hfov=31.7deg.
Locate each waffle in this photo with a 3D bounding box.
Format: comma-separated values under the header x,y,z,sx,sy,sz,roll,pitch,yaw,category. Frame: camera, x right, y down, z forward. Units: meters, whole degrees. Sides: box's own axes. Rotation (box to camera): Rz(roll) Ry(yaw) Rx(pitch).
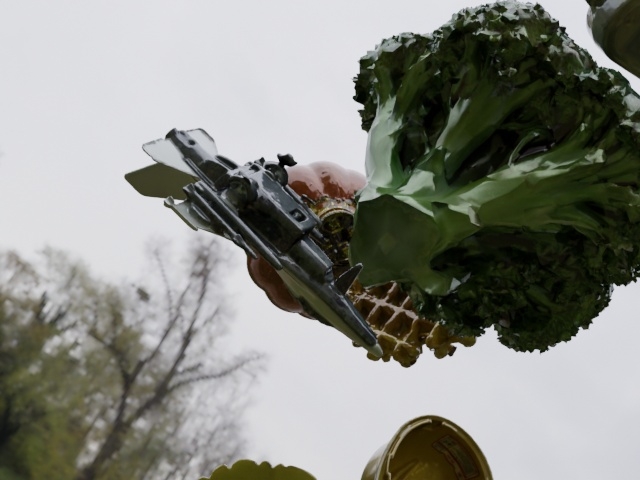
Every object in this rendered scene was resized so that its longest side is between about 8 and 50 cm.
x,y,z,sx,sy,sz,roll,pitch,yaw,category
0.129,0.044,1.277,0.228,0.232,0.051,-22,-53,22,waffle

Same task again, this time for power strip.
x,y,z,sx,sy,sz,roll,pitch,yaw,category
0.330,-0.145,0.948,0.286,0.080,0.048,23,27,-29,power strip

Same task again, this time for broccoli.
x,y,z,sx,sy,sz,roll,pitch,yaw,category
0.140,-0.042,0.919,0.307,0.275,0.308,13,-65,30,broccoli

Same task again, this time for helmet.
x,y,z,sx,sy,sz,roll,pitch,yaw,category
0.122,0.366,1.569,0.140,0.257,0.205,-33,-92,42,helmet

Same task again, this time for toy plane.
x,y,z,sx,sy,sz,roll,pitch,yaw,category
-0.035,-0.013,0.802,0.234,0.082,0.160,34,22,11,toy plane

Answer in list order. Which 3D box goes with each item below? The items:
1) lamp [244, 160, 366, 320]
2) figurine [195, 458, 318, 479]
x,y,z,sx,sy,sz,roll,pitch,yaw,category
0.000,0.000,1.567,0.223,0.223,0.196,35,-11,-11,lamp
-0.025,0.358,1.263,0.187,0.168,0.315,-16,-26,9,figurine
